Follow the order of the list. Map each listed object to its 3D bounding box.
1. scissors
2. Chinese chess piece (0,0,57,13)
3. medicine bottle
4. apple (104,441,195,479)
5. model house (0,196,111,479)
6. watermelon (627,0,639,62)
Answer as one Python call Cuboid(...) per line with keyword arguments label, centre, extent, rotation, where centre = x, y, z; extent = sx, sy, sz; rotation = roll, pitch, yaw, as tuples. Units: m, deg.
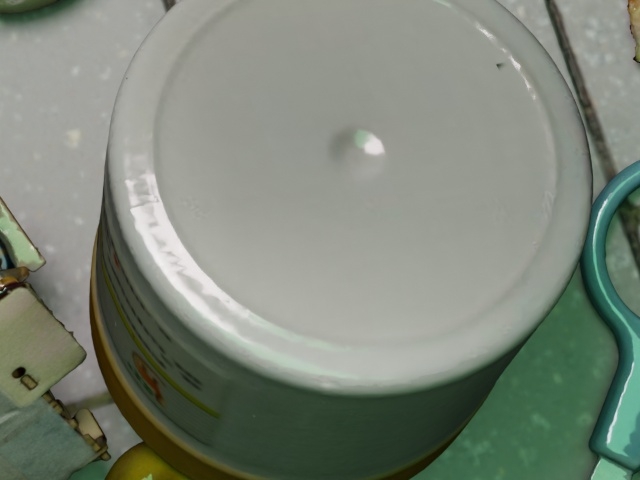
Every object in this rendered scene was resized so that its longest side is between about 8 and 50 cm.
Cuboid(label="scissors", centre=(0.174, 0.165, 1.031), extent=(0.193, 0.029, 0.447), rotation=(27, 85, 3))
Cuboid(label="Chinese chess piece", centre=(-0.191, -0.208, 1.058), extent=(0.144, 0.058, 0.144), rotation=(0, 83, -1))
Cuboid(label="medicine bottle", centre=(0.000, 0.000, 0.921), extent=(0.238, 0.232, 0.237), rotation=(3, 67, -7))
Cuboid(label="apple", centre=(-0.087, 0.156, 1.013), extent=(0.090, 0.074, 0.089), rotation=(-5, 66, 10))
Cuboid(label="model house", centre=(-0.251, 0.027, 0.976), extent=(0.178, 0.271, 0.206), rotation=(-39, 50, -2))
Cuboid(label="watermelon", centre=(0.244, -0.225, 1.062), extent=(0.119, 0.063, 0.245), rotation=(5, 89, 19))
